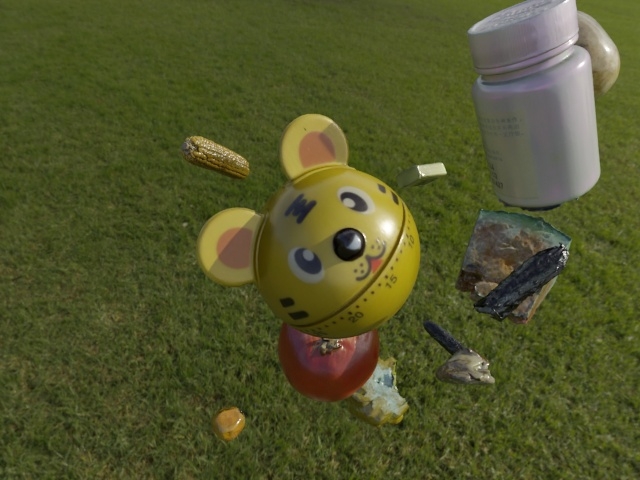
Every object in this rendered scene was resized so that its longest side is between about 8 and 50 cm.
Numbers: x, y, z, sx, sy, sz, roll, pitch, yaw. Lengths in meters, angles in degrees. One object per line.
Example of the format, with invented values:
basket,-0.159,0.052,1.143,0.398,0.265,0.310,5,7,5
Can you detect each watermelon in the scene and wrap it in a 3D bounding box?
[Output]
watermelon,0.514,0.079,1.148,0.264,0.151,0.302,23,70,35

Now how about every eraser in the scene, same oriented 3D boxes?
eraser,0.387,-0.249,1.563,0.172,0.117,0.058,-13,81,-38

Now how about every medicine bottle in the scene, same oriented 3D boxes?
medicine bottle,0.435,-0.268,0.833,0.213,0.379,0.214,-20,29,11

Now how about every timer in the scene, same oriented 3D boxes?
timer,0.000,0.000,0.795,0.387,0.376,0.376,44,30,-26

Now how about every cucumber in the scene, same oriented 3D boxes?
cucumber,0.332,0.068,0.664,0.181,0.053,0.053,-41,49,2
cucumber,0.603,0.479,1.885,0.303,0.072,0.081,43,17,32

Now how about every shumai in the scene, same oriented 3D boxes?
shumai,0.488,0.424,1.370,0.201,0.201,0.121,6,73,-2

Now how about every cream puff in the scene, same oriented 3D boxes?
cream puff,0.226,0.678,1.784,0.273,0.270,0.324,4,42,-7

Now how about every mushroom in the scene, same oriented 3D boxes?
mushroom,0.600,-0.445,0.991,0.254,0.184,0.255,11,63,-23

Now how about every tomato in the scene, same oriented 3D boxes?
tomato,0.026,0.340,1.269,0.320,0.322,0.322,4,39,-4

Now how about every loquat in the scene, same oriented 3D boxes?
loquat,-0.374,0.744,1.661,0.137,0.113,0.137,-9,23,4

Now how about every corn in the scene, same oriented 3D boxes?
corn,-0.248,-0.197,0.978,0.068,0.068,0.207,34,11,29
